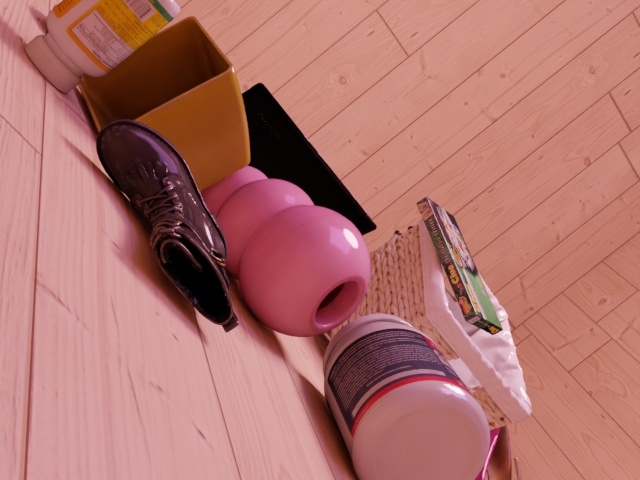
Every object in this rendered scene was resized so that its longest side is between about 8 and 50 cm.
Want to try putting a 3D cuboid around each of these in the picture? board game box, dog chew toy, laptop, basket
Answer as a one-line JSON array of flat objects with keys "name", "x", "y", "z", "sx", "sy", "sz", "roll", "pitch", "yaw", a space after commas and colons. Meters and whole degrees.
[{"name": "board game box", "x": 0.263, "y": 0.048, "z": 1.696, "sx": 0.136, "sy": 0.030, "sz": 0.259, "roll": 32, "pitch": 34, "yaw": -55}, {"name": "dog chew toy", "x": -0.074, "y": -0.002, "z": 1.415, "sx": 0.332, "sy": 0.206, "sz": 0.206, "roll": 44, "pitch": -1, "yaw": 32}, {"name": "laptop", "x": -0.121, "y": -0.149, "z": 1.947, "sx": 0.382, "sy": 0.236, "sz": 0.408, "roll": 51, "pitch": 3, "yaw": -19}, {"name": "basket", "x": 0.209, "y": 0.196, "z": 1.782, "sx": 0.328, "sy": 0.266, "sz": 0.331, "roll": 50, "pitch": 21, "yaw": -26}]

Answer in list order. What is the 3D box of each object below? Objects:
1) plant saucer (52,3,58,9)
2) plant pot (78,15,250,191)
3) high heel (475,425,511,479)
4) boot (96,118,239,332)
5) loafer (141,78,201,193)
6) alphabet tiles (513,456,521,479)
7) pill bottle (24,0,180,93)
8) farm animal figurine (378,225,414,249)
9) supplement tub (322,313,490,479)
[{"name": "plant saucer", "x": -0.407, "y": -0.318, "z": 1.620, "sx": 0.241, "sy": 0.037, "sz": 0.241, "roll": 52, "pitch": 3, "yaw": -4}, {"name": "plant pot", "x": -0.223, "y": -0.188, "z": 1.398, "sx": 0.212, "sy": 0.212, "sz": 0.187, "roll": 55, "pitch": -7, "yaw": 48}, {"name": "high heel", "x": 0.370, "y": 0.516, "z": 1.814, "sx": 0.127, "sy": 0.181, "sz": 0.377, "roll": 49, "pitch": 4, "yaw": -33}, {"name": "boot", "x": -0.179, "y": -0.027, "z": 1.080, "sx": 0.263, "sy": 0.091, "sz": 0.229, "roll": 53, "pitch": 2, "yaw": -15}, {"name": "loafer", "x": -0.269, "y": -0.176, "z": 1.552, "sx": 0.102, "sy": 0.092, "sz": 0.268, "roll": -119, "pitch": -174, "yaw": -62}, {"name": "alphabet tiles", "x": 0.447, "y": 0.619, "z": 1.919, "sx": 0.342, "sy": 0.011, "sz": 0.285, "roll": 55, "pitch": 26, "yaw": -66}, {"name": "pill bottle", "x": -0.314, "y": -0.308, "z": 1.285, "sx": 0.117, "sy": 0.208, "sz": 0.117, "roll": 51, "pitch": 4, "yaw": -4}, {"name": "farm animal figurine", "x": 0.118, "y": 0.104, "z": 2.178, "sx": 0.327, "sy": 0.172, "sz": 0.330, "roll": 19, "pitch": -39, "yaw": 24}, {"name": "supplement tub", "x": 0.112, "y": 0.236, "z": 1.295, "sx": 0.191, "sy": 0.191, "sz": 0.272, "roll": 50, "pitch": 4, "yaw": -23}]
